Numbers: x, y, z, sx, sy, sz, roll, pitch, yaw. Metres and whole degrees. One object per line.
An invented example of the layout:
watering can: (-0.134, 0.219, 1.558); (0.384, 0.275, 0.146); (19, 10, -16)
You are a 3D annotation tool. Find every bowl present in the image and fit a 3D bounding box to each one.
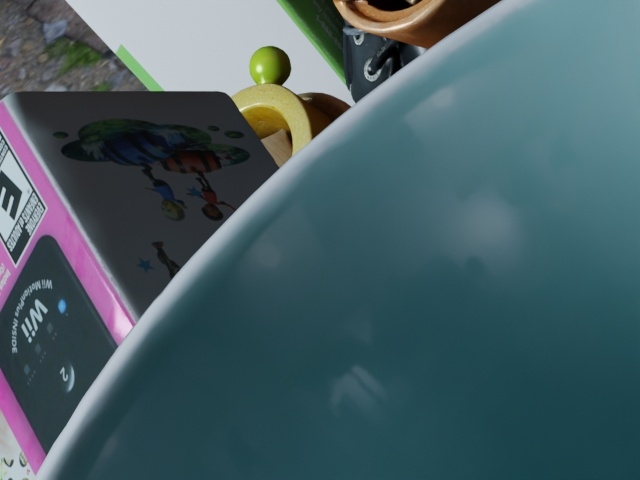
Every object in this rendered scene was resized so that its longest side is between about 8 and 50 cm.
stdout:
bowl: (0.104, 0.080, 0.261); (0.311, 0.163, 0.312); (-27, 32, 19)

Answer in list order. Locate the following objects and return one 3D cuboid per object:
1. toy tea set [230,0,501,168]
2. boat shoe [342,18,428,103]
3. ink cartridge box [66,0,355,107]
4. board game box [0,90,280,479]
toy tea set: (0.000, 0.000, 0.646); (0.200, 0.124, 0.336); (-17, 68, 34)
boat shoe: (0.062, -0.118, 0.789); (0.127, 0.113, 0.340); (-16, 45, 28)
ink cartridge box: (-0.048, -0.215, 0.907); (0.114, 0.198, 0.273); (-18, 43, 29)
board game box: (-0.042, 0.133, 0.498); (0.303, 0.097, 0.224); (54, 128, 29)
